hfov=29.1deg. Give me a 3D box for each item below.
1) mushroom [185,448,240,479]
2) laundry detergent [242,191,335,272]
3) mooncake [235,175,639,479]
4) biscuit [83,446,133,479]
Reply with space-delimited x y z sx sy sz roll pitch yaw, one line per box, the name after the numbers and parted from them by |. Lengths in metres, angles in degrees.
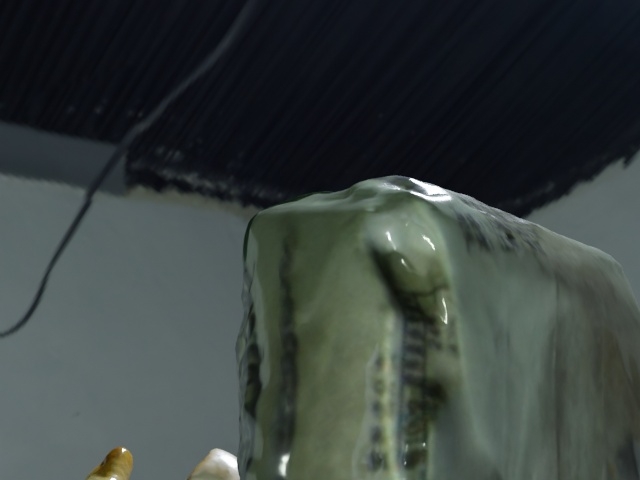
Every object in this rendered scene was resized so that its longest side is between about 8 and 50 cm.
0.003 0.289 1.071 0.290 0.297 0.297 39 36 9 | mushroom
0.000 0.000 1.617 0.078 0.222 0.144 25 56 -45 | laundry detergent
0.058 0.103 0.588 0.254 0.136 0.250 26 56 -46 | mooncake
-0.260 0.309 1.362 0.164 0.208 0.047 -35 103 -13 | biscuit
